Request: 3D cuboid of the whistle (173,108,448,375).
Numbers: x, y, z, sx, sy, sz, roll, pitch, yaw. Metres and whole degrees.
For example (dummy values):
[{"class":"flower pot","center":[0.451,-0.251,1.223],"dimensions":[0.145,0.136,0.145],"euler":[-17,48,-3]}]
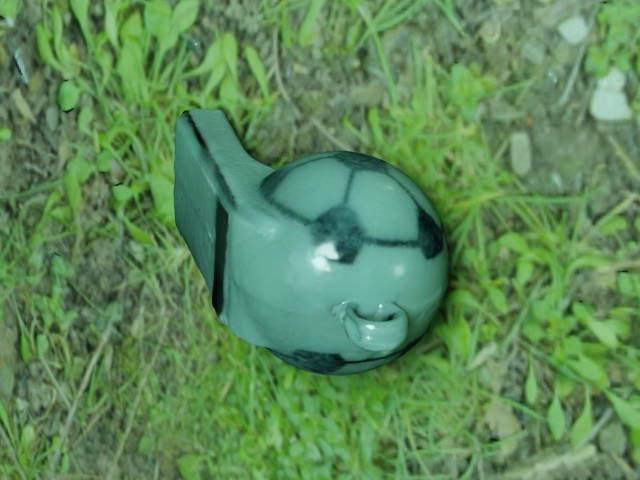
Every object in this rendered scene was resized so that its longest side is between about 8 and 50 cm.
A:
[{"class":"whistle","center":[0.000,0.000,1.114],"dimensions":[0.290,0.163,0.163],"euler":[-123,43,-59]}]
